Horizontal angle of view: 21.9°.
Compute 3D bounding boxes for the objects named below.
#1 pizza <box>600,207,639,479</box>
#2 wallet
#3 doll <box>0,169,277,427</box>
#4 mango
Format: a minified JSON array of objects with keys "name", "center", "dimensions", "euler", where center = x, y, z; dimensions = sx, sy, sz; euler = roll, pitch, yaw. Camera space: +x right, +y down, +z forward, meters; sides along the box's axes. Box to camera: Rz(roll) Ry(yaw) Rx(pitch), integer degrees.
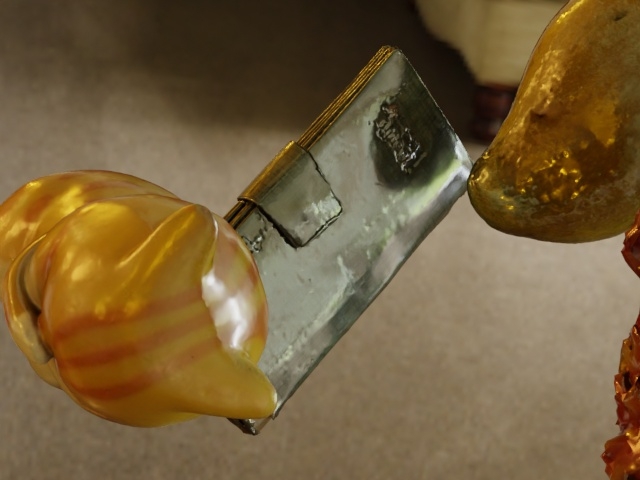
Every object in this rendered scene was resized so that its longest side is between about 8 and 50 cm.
[{"name":"pizza","center":[0.224,0.222,0.758],"dimensions":[0.440,0.406,0.130],"euler":[49,27,24]},{"name":"wallet","center":[0.001,0.000,1.379],"dimensions":[0.317,0.169,0.044],"euler":[-48,36,-17]},{"name":"doll","center":[-0.129,0.038,1.095],"dimensions":[0.162,0.167,0.269],"euler":[-31,19,-7]},{"name":"mango","center":[0.257,-0.116,1.388],"dimensions":[0.193,0.316,0.146],"euler":[46,-11,-2]}]
